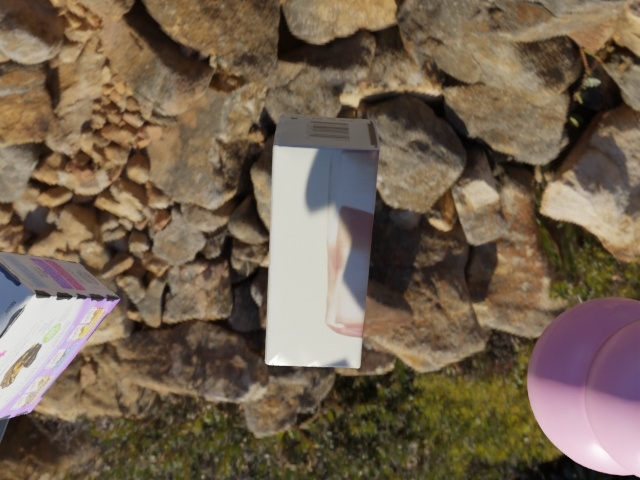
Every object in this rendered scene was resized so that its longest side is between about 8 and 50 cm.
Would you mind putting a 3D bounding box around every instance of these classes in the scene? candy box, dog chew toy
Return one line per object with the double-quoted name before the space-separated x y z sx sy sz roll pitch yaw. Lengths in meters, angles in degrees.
"candy box" -0.305 0.097 0.789 0.070 0.196 0.165 39 90 9
"dog chew toy" 0.365 0.166 0.874 0.206 0.332 0.207 0 88 -11

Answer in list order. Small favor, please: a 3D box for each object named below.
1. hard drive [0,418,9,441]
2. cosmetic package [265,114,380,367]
"hard drive" -0.456 0.187 1.001 0.172 0.054 0.255 6 107 -50
"cosmetic package" 0.000 0.000 1.046 0.129 0.153 0.296 3 114 -2
